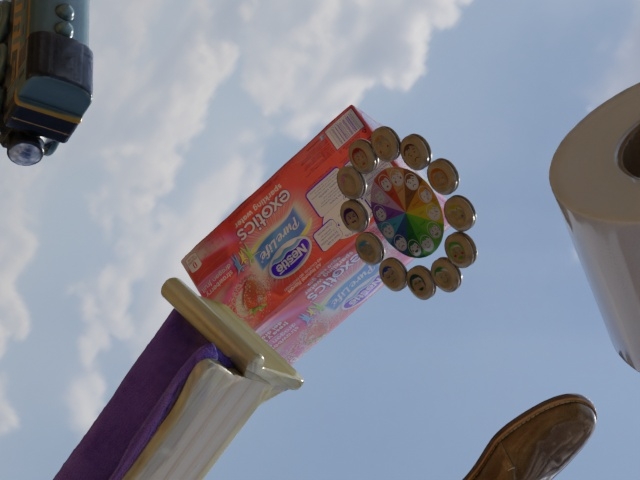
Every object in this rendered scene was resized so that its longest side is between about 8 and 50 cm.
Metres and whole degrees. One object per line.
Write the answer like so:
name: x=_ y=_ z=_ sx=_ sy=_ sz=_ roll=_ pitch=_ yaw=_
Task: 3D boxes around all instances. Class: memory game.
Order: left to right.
memory game: x=0.084 y=-0.026 z=1.447 sx=0.012 sy=0.186 sz=0.186 roll=-26 pitch=175 yaw=-39

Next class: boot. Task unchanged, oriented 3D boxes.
boot: x=0.237 y=0.318 z=1.785 sx=0.305 sy=0.112 sz=0.115 roll=-44 pitch=-151 yaw=6

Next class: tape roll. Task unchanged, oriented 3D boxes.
tape roll: x=0.327 y=-0.020 z=1.172 sx=0.246 sy=0.169 sz=0.246 roll=-19 pitch=-152 yaw=11

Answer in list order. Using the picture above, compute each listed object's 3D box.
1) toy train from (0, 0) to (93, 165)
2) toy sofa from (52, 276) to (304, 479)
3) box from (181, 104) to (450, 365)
toy train: x=-0.399 y=-0.268 z=2.072 sx=0.190 sy=0.142 sz=0.333 roll=-45 pitch=-143 yaw=40
toy sofa: x=-0.203 y=0.225 z=1.524 sx=0.150 sy=0.177 sz=0.362 roll=41 pitch=-81 yaw=33
box: x=0.000 y=0.000 z=1.779 sx=0.300 sy=0.142 sz=0.154 roll=-42 pitch=-122 yaw=13
